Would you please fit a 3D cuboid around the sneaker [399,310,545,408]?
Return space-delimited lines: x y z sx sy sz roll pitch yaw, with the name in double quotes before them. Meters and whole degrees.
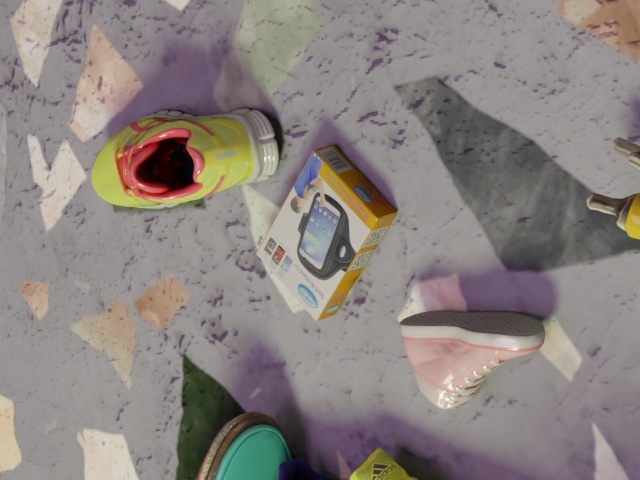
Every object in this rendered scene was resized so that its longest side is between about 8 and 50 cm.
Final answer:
"sneaker" 0.118 0.091 1.469 0.134 0.051 0.070 1 105 47

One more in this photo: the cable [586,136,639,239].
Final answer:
"cable" 0.314 -0.010 1.266 0.287 0.072 0.139 33 107 17

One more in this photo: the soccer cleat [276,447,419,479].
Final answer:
"soccer cleat" 0.067 0.225 1.532 0.289 0.093 0.121 -1 92 42

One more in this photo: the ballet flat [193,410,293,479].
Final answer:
"ballet flat" -0.081 0.284 1.687 0.106 0.107 0.316 23 118 52

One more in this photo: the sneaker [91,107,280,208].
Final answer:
"sneaker" -0.134 -0.065 1.627 0.208 0.094 0.081 -13 95 46

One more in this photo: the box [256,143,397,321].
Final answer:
"box" 0.000 0.000 1.567 0.081 0.028 0.136 47 129 22
